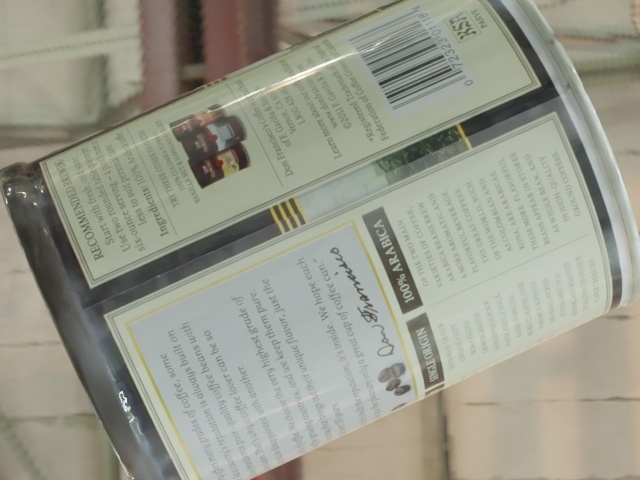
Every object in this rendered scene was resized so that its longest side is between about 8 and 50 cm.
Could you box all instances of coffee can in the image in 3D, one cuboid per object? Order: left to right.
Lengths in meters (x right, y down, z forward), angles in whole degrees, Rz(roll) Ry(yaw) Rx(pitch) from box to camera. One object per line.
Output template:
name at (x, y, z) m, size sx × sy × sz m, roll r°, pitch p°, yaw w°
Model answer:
coffee can at (0.000, 0.000, 0.952) m, size 0.275 × 0.201 × 0.201 m, roll -24°, pitch -105°, yaw -5°
